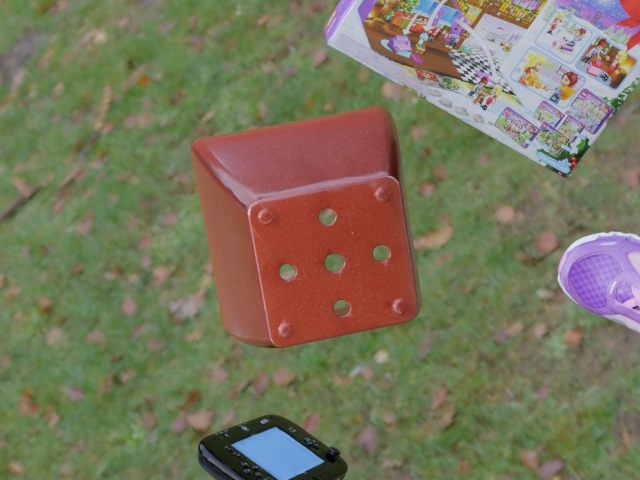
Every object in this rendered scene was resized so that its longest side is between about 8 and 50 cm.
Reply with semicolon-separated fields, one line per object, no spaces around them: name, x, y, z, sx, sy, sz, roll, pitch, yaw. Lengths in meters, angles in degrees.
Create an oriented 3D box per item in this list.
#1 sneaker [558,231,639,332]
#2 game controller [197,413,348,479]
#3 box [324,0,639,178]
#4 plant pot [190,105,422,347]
sneaker;0.356;0.070;1.362;0.104;0.236;0.095;-57;-8;-73
game controller;-0.071;0.341;2.069;0.166;0.319;0.067;42;105;15
box;0.179;-0.213;1.304;0.201;0.293;0.057;-55;19;23
plant pot;0.000;0.000;1.648;0.267;0.267;0.236;-11;15;-7
